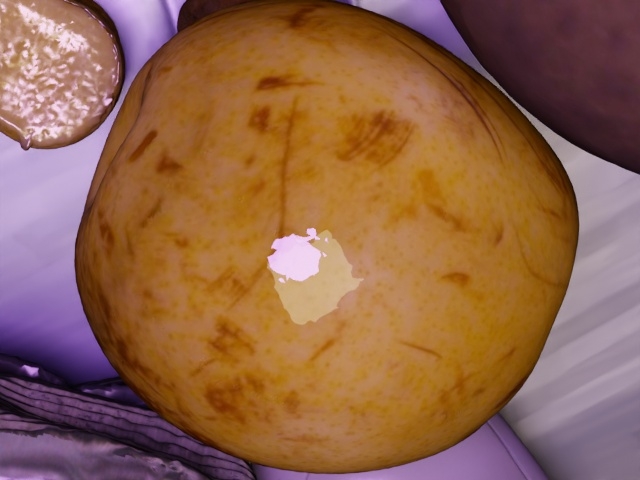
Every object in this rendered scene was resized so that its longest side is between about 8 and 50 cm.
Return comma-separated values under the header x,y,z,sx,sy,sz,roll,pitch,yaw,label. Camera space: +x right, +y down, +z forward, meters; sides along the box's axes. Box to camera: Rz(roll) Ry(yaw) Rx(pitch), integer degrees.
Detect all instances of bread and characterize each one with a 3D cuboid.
x,y,z,sx,sy,sz,roll,pitch,yaw,label
-0.228,-0.140,1.005,0.245,0.094,0.102,28,93,-10,bread

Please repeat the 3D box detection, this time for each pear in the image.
x,y,z,sx,sy,sz,roll,pitch,yaw,label
0.000,0.000,0.957,0.280,0.281,0.281,-1,105,-3,pear

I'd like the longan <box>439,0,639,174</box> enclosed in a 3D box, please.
x,y,z,sx,sy,sz,roll,pitch,yaw,label
0.209,-0.175,0.908,0.318,0.319,0.319,-1,105,-3,longan

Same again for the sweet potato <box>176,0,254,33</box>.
x,y,z,sx,sy,sz,roll,pitch,yaw,label
0.017,-0.207,1.009,0.075,0.075,0.273,38,103,-12,sweet potato

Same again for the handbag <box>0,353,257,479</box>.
x,y,z,sx,sy,sz,roll,pitch,yaw,label
-0.198,0.194,1.020,0.340,0.240,0.247,1,104,-3,handbag

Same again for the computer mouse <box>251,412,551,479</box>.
x,y,z,sx,sy,sz,roll,pitch,yaw,label
0.086,0.204,1.081,0.184,0.121,0.297,-36,100,-19,computer mouse
